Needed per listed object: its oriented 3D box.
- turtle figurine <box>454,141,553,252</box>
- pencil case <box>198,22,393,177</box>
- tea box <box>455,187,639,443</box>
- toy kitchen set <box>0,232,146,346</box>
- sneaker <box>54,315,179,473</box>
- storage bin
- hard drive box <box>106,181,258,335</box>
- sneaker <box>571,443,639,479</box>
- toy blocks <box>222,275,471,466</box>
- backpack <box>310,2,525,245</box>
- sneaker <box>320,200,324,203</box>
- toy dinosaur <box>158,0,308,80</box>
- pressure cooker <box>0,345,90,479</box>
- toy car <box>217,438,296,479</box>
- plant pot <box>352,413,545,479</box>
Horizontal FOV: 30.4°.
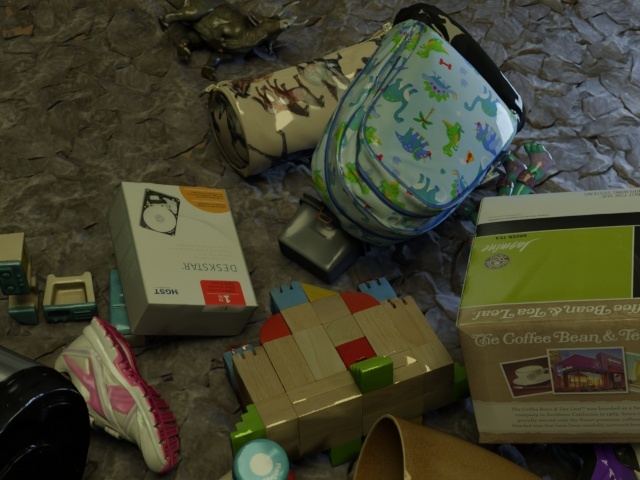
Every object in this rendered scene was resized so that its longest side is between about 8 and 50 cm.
[{"bbox_3d":[0.283,-0.054,1.928,0.175,0.118,0.234,2,47,51],"label":"turtle figurine"},{"bbox_3d":[0.009,-0.247,2.018,0.410,0.160,0.183,-20,78,-15],"label":"pencil case"},{"bbox_3d":[0.383,0.099,1.646,0.329,0.220,0.323,-3,32,19],"label":"tea box"},{"bbox_3d":[-0.374,0.075,1.775,0.207,0.166,0.122,-5,54,-5],"label":"toy kitchen set"},{"bbox_3d":[-0.297,0.239,1.711,0.111,0.103,0.252,-36,69,2],"label":"sneaker"},{"bbox_3d":[0.000,0.000,1.894,0.135,0.098,0.091,32,70,19],"label":"storage bin"},{"bbox_3d":[-0.217,0.029,1.825,0.181,0.089,0.232,2,52,-30],"label":"hard drive box"},{"bbox_3d":[0.412,0.390,1.633,0.146,0.102,0.293,-15,69,24],"label":"sneaker"},{"bbox_3d":[0.009,0.166,1.742,0.381,0.190,0.261,-18,46,-15],"label":"toy blocks"},{"bbox_3d":[0.145,-0.160,1.832,0.355,0.273,0.290,-45,104,-12],"label":"backpack"},{"bbox_3d":[0.048,-0.056,1.967,0.118,0.067,0.042,10,46,-32],"label":"sneaker"},{"bbox_3d":[-0.198,-0.396,2.166,0.314,0.121,0.160,24,45,19],"label":"toy dinosaur"},{"bbox_3d":[-0.552,0.262,1.501,0.420,0.375,0.370,20,15,15],"label":"pressure cooker"},{"bbox_3d":[-0.072,0.416,1.527,0.210,0.219,0.238,-36,73,-24],"label":"toy car"},{"bbox_3d":[0.190,0.369,1.573,0.254,0.237,0.237,11,54,-12],"label":"plant pot"}]
